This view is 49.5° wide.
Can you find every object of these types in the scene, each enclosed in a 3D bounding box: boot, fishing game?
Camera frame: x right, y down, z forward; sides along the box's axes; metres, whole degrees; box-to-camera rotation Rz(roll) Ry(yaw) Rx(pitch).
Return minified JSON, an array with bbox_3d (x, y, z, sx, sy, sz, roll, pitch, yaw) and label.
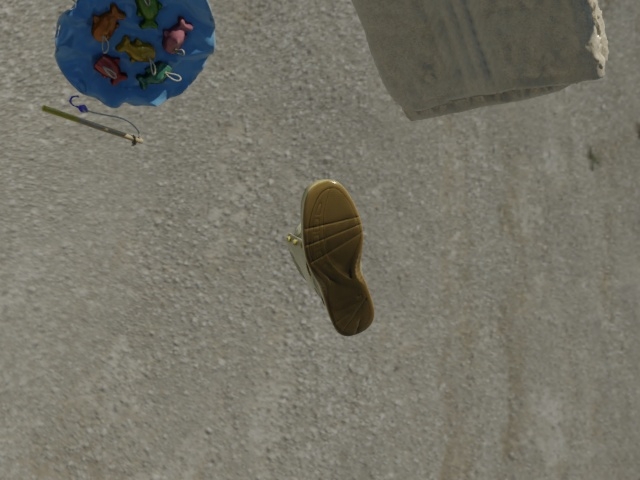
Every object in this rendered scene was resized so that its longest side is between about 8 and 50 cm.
[{"bbox_3d":[0.000,0.000,0.905,0.077,0.165,0.213,-20,119,-10],"label":"boot"},{"bbox_3d":[-0.205,-0.224,0.793,0.264,0.041,0.189,-46,142,19],"label":"fishing game"}]

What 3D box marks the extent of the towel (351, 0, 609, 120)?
[{"bbox_3d":[0.104,-0.232,0.538,0.282,0.187,0.049,65,35,-29],"label":"towel"}]
